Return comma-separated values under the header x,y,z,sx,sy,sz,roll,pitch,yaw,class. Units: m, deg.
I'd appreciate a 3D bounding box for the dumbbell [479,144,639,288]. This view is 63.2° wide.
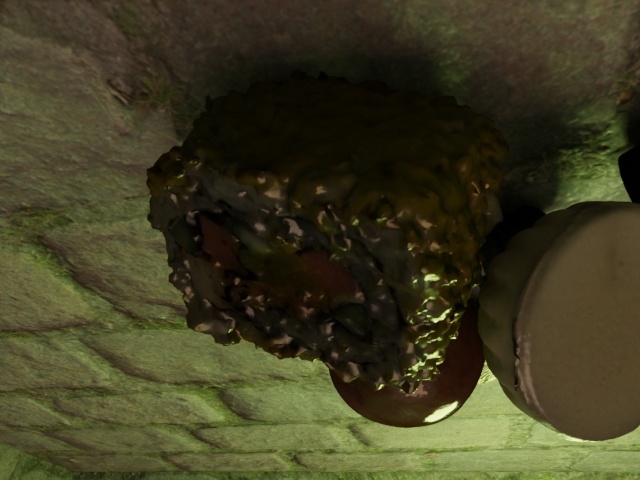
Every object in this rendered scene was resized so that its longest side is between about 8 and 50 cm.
x,y,z,sx,sy,sz,roll,pitch,yaw,class
0.387,-0.010,0.723,0.185,0.185,0.388,28,138,-31,dumbbell

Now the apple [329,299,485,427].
x,y,z,sx,sy,sz,roll,pitch,yaw,class
0.137,0.187,0.923,0.235,0.306,0.306,21,141,-25,apple

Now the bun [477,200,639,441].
x,y,z,sx,sy,sz,roll,pitch,yaw,class
0.276,0.076,0.602,0.263,0.263,0.175,19,-178,-22,bun

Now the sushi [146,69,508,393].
x,y,z,sx,sy,sz,roll,pitch,yaw,class
0.000,0.000,0.631,0.396,0.240,0.351,14,136,22,sushi

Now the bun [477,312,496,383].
x,y,z,sx,sy,sz,roll,pitch,yaw,class
0.307,0.216,1.087,0.220,0.134,0.220,-4,144,-3,bun
